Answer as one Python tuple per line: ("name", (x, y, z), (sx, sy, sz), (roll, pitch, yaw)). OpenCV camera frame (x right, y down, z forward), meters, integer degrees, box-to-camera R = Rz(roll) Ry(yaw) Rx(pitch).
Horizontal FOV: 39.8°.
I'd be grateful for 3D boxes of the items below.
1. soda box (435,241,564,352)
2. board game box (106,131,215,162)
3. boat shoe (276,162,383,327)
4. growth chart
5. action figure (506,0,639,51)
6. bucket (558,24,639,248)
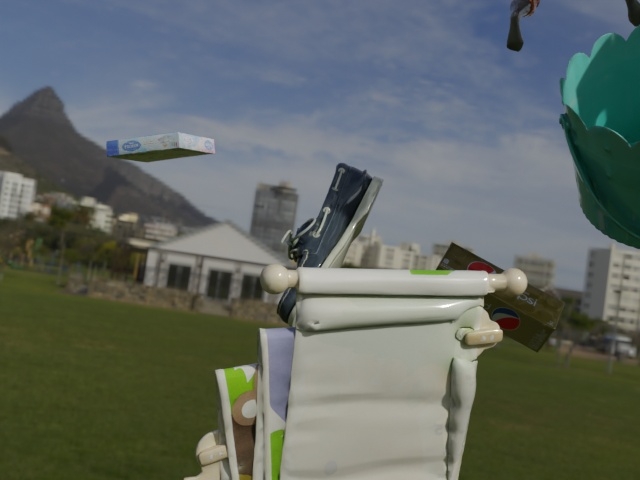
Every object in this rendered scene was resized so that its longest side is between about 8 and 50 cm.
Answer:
("soda box", (0.245, 0.079, 1.244), (0.181, 0.061, 0.058), (29, -45, 8))
("board game box", (-0.178, -0.104, 0.993), (0.090, 0.020, 0.090), (-4, 0, 18))
("boat shoe", (0.000, 0.000, 1.165), (0.079, 0.255, 0.095), (26, -24, 7))
("growth chart", (0.011, 0.119, 0.500), (0.171, 0.237, 0.021), (7, 18, -14))
("action figure", (0.414, -0.473, 1.373), (0.341, 0.330, 0.178), (-17, -34, 25))
("bucket", (0.438, -0.126, 1.086), (0.281, 0.281, 0.183), (7, -45, 26))
